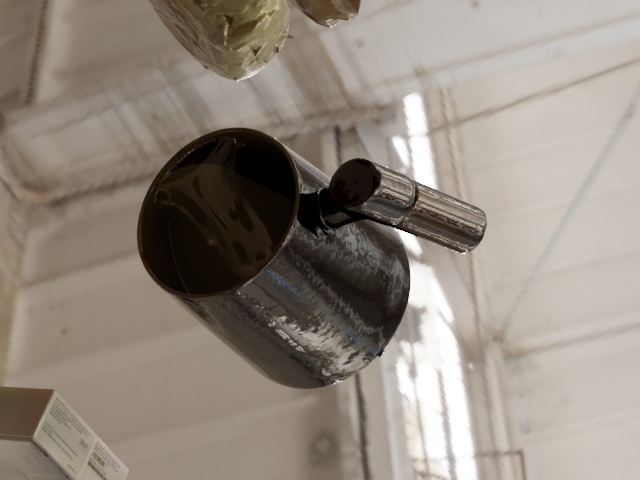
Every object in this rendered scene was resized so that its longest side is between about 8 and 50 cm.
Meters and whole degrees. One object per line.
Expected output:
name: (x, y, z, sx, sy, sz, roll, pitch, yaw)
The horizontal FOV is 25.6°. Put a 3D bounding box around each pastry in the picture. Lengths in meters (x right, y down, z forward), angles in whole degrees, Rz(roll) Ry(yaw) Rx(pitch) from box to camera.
pastry: (-0.093, -0.220, 1.262, 0.088, 0.166, 0.166, -43, -138, -13)

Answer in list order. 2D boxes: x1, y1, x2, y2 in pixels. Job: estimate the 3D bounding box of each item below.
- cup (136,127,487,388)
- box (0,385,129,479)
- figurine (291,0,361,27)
cup: (-0.009, -0.010, 1.103, 0.239, 0.177, 0.166, -35, -126, 10)
box: (-0.253, 0.178, 1.194, 0.129, 0.130, 0.051, 0, -129, 29)
figurine: (-0.028, -0.262, 0.733, 0.177, 0.247, 0.173, -38, -124, 18)
